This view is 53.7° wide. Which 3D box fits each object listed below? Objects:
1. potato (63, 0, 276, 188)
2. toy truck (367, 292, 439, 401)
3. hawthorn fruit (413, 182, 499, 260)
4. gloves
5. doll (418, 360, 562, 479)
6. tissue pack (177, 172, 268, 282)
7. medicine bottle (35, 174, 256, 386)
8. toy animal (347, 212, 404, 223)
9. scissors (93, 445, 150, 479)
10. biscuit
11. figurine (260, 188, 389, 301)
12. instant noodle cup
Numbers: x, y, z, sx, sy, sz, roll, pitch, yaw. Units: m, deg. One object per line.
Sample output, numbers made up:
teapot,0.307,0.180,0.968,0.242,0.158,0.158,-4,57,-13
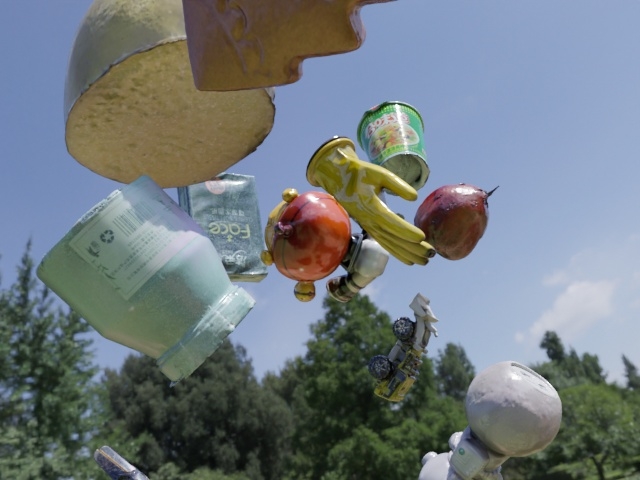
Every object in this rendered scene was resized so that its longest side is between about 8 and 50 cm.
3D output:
potato,-0.299,-0.346,1.254,0.386,0.319,0.442,9,-32,-43
toy truck,0.229,0.282,1.640,0.285,0.111,0.136,-61,-31,-1
hawthorn fruit,0.345,-0.065,1.567,0.235,0.181,0.181,-43,-31,16
gloves,0.105,-0.061,1.169,0.116,0.294,0.133,-41,-27,-4
doll,0.252,0.327,0.994,0.151,0.151,0.287,14,-66,-50
tissue pack,-0.281,-0.038,1.800,0.228,0.315,0.103,2,-21,-32
medicine bottle,-0.277,0.074,1.056,0.245,0.290,0.245,-43,6,5
toy animal,0.128,-0.064,1.788,0.203,0.070,0.105,14,36,40
scissors,-0.143,0.312,0.669,0.160,0.318,0.024,-48,-32,-25
biscuit,-0.037,-0.258,0.579,0.306,0.284,0.043,-51,-15,27
figurine,0.004,0.001,1.519,0.323,0.319,0.196,17,3,-28
instant noodle cup,0.213,-0.252,1.797,0.207,0.232,0.207,-2,-48,-2
